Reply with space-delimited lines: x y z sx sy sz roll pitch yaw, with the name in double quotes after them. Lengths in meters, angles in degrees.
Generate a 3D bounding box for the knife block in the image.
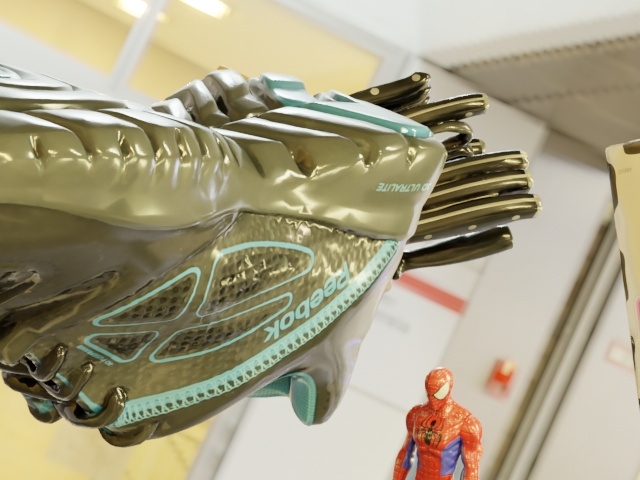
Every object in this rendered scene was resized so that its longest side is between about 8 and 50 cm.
0.000 0.000 1.231 0.242 0.275 0.088 28 -23 16 "knife block"

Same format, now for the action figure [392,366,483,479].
0.046 0.106 0.732 0.038 0.115 0.030 11 15 35 "action figure"

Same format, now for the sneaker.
-0.081 0.013 0.638 0.125 0.139 0.341 24 15 39 "sneaker"

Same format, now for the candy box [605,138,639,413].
0.223 0.047 0.885 0.070 0.196 0.165 -13 -9 44 "candy box"
